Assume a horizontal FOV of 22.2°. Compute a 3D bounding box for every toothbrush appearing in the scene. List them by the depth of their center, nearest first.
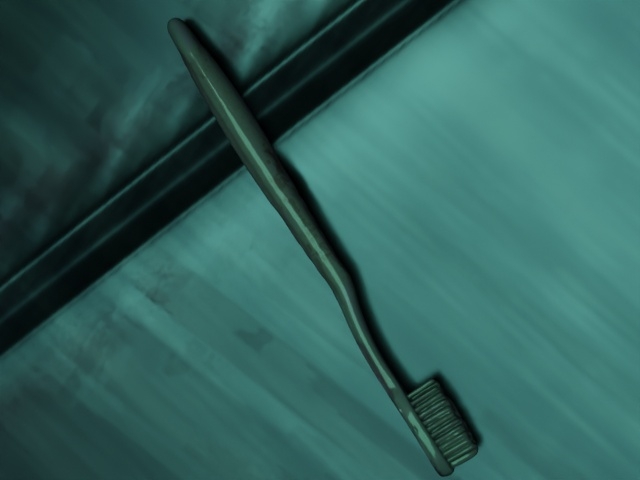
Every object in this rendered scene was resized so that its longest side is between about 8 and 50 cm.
[{"bbox_3d":[0.000,0.000,0.938,0.029,0.025,0.307,-32,89,7],"label":"toothbrush"}]
